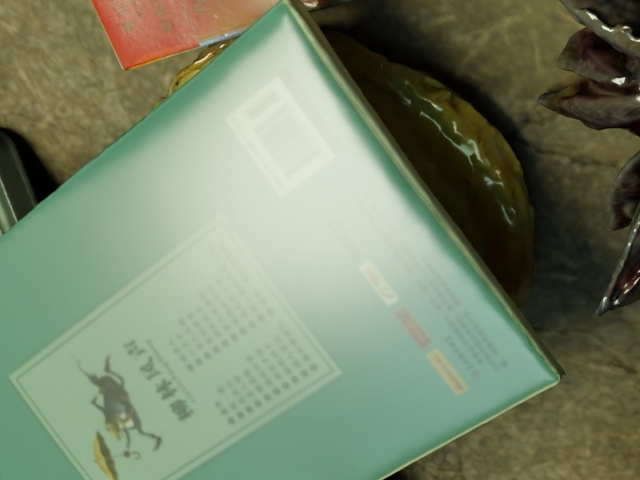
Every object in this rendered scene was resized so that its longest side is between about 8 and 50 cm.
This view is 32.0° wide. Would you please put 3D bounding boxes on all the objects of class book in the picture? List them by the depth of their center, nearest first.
[{"bbox_3d":[-0.080,0.068,0.687,0.379,0.031,0.264,-34,92,25],"label":"book"}]

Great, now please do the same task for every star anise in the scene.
[{"bbox_3d":[0.212,-0.087,0.587,0.212,0.129,0.282,-18,104,23],"label":"star anise"}]

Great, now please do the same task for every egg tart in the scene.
[{"bbox_3d":[0.000,0.000,0.731,0.288,0.118,0.288,11,121,19],"label":"egg tart"}]

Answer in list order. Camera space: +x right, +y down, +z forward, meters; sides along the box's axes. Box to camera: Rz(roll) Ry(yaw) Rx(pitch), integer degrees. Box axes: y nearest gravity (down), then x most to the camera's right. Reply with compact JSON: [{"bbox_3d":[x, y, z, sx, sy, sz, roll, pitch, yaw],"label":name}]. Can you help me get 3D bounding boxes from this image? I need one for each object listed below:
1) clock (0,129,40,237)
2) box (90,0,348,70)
[{"bbox_3d":[-0.273,0.089,0.871,0.279,0.049,0.273,-34,73,36],"label":"clock"},{"bbox_3d":[-0.065,-0.181,0.679,0.175,0.048,0.112,-10,114,28],"label":"box"}]
